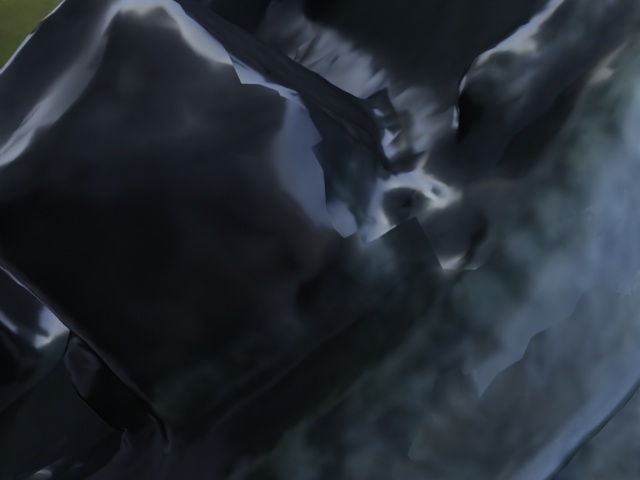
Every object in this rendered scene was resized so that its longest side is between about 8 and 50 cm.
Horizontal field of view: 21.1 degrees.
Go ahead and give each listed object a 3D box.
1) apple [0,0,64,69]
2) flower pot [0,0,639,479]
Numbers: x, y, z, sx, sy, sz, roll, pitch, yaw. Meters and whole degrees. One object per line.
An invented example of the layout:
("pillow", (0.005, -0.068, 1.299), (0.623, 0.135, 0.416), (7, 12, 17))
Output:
("apple", (-0.185, -0.112, 1.318), (0.320, 0.360, 0.311), (47, -38, 18))
("flower pot", (0.035, 0.000, 0.458), (0.283, 0.299, 0.299), (42, -31, -22))
